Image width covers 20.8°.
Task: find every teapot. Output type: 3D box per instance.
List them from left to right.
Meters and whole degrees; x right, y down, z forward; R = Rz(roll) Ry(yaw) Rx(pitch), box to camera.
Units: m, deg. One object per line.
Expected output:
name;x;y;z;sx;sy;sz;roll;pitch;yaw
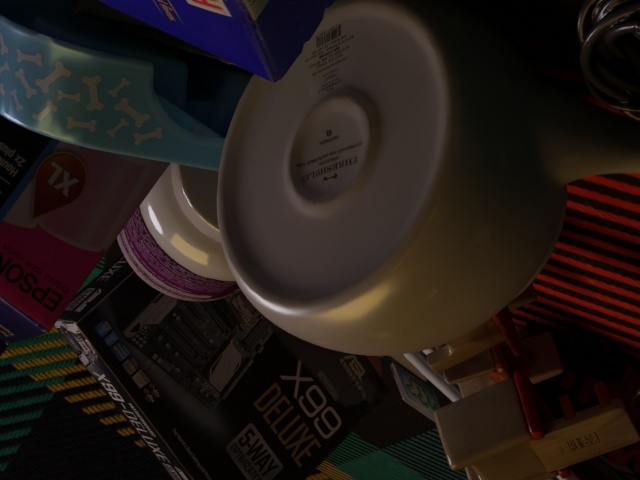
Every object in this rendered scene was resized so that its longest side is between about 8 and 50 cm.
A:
teapot;0.065;-0.031;1.141;0.187;0.252;0.256;20;-166;-43

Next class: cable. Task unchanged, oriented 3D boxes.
cable;0.223;-0.088;0.965;0.184;0.047;0.150;14;163;46

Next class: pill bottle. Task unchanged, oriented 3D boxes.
pill bottle;-0.086;-0.040;1.545;0.169;0.169;0.301;34;167;-7

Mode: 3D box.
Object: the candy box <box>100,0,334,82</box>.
candy box;-0.152;-0.254;1.031;0.317;0.122;0.268;28;165;20

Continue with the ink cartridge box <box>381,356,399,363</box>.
ink cartridge box;0.050;0.080;1.923;0.088;0.052;0.122;16;160;49

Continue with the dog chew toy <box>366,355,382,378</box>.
dog chew toy;-0.088;0.107;2.048;0.332;0.206;0.206;41;166;-3

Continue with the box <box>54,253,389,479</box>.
box;-0.099;0.123;1.835;0.076;0.242;0.307;4;131;59

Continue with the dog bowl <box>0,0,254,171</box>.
dog bowl;-0.106;-0.107;1.266;0.297;0.074;0.166;10;-163;-28

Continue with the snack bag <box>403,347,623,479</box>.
snack bag;0.241;0.210;1.690;0.323;0.037;0.342;42;-172;21

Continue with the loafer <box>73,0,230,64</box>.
loafer;-0.126;-0.187;1.209;0.268;0.092;0.102;28;133;21

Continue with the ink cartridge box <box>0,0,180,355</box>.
ink cartridge box;-0.224;-0.063;1.335;0.176;0.371;0.069;39;174;-27

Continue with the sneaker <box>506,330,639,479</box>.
sneaker;0.292;0.179;1.628;0.276;0.097;0.135;27;164;14

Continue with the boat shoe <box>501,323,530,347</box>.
boat shoe;0.188;0.099;1.735;0.035;0.035;0.100;59;172;4

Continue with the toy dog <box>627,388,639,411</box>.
toy dog;0.327;0.129;1.234;0.220;0.161;0.333;25;165;30

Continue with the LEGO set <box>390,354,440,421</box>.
LEGO set;0.147;0.139;1.848;0.244;0.060;0.182;38;-157;-42

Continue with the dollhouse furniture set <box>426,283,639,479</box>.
dollhouse furniture set;0.140;0.059;1.367;0.262;0.135;0.259;52;-162;-56
